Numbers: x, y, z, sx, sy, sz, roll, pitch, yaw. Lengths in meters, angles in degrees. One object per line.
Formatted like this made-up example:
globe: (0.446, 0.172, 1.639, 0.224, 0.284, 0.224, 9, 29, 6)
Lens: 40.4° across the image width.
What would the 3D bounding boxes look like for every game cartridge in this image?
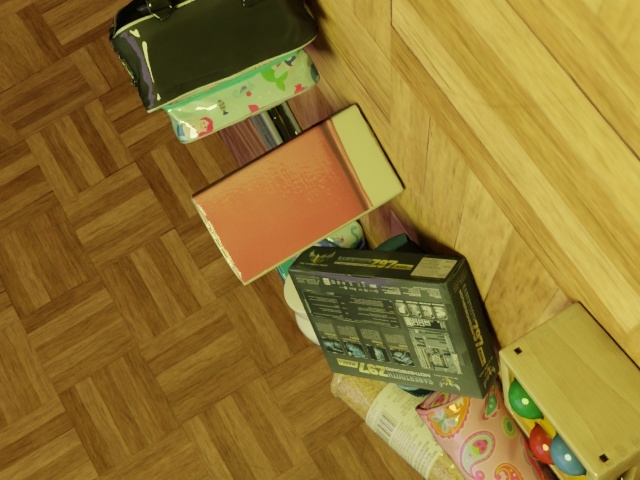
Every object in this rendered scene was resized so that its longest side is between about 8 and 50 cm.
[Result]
game cartridge: (-0.085, -0.217, 1.611, 0.297, 0.062, 0.198, 61, 178, -22)

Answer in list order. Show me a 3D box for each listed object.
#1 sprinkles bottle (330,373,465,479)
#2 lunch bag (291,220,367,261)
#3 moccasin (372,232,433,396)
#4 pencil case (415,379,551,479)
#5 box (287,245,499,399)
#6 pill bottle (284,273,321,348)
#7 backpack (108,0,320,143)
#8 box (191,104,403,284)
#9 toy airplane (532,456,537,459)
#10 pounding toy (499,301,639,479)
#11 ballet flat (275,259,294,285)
sprinkles bottle: (0.175, 0.305, 1.372, 0.355, 0.121, 0.121, 39, 165, 29)
lunch bag: (0.000, 0.000, 1.599, 0.176, 0.090, 0.219, 27, 165, 15)
moccasin: (0.132, 0.139, 1.220, 0.117, 0.138, 0.342, 48, 170, 39)
pencil case: (0.248, 0.308, 1.175, 0.284, 0.124, 0.124, 58, 174, 2)
box: (0.090, 0.099, 1.085, 0.233, 0.059, 0.183, 4, 128, 38)
pill bottle: (0.049, 0.133, 1.524, 0.272, 0.152, 0.152, 47, -175, -47)
backpack: (-0.124, -0.239, 1.015, 0.253, 0.225, 0.191, -124, 10, -60)
box: (-0.035, -0.060, 1.109, 0.126, 0.232, 0.148, 60, 174, -8)
toy airplane: (0.292, 0.269, 1.058, 0.151, 0.028, 0.151, 59, 174, 10)
pounding toy: (0.244, 0.190, 0.739, 0.206, 0.094, 0.181, 55, 173, 33)
ballet flat: (0.043, 0.106, 1.787, 0.482, 0.164, 0.182, 55, -166, 14)
